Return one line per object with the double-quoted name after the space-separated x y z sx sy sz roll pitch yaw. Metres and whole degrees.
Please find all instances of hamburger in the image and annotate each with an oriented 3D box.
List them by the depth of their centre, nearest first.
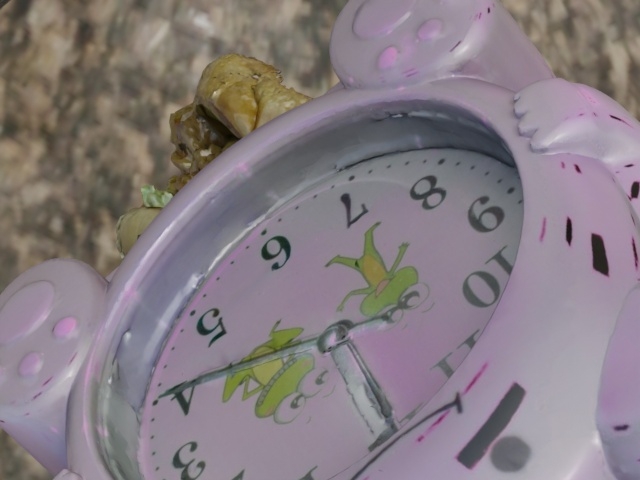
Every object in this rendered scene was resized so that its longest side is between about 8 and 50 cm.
0.000 0.000 1.327 0.276 0.318 0.195 26 87 -20 "hamburger"

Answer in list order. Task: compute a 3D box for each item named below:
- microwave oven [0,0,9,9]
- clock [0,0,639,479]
-0.231 -0.251 1.361 0.162 0.208 0.122 -21 104 54 "microwave oven"
0.019 0.054 0.727 0.295 0.322 0.113 -40 126 3 "clock"
